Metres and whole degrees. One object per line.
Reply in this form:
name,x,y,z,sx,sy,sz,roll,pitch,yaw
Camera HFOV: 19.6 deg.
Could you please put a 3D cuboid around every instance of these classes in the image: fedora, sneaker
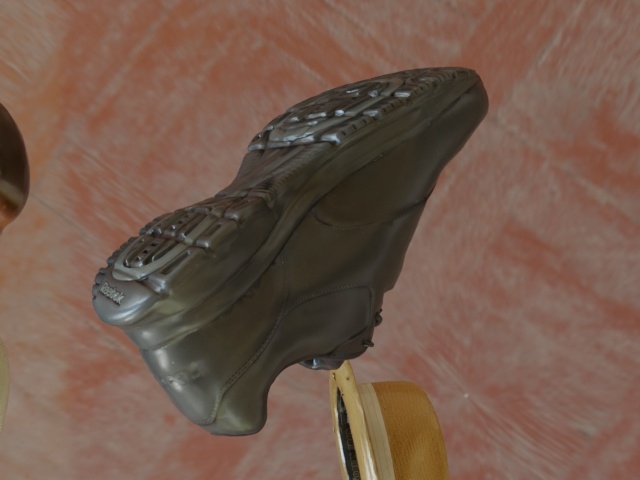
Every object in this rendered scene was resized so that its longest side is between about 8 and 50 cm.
fedora,0.060,0.179,1.553,0.079,0.194,0.194,-10,84,-6
sneaker,0.000,0.000,1.060,0.286,0.109,0.130,-39,112,-28

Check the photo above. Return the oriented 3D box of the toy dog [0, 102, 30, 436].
toy dog,-0.367,0.058,1.295,0.285,0.395,0.408,10,66,22
